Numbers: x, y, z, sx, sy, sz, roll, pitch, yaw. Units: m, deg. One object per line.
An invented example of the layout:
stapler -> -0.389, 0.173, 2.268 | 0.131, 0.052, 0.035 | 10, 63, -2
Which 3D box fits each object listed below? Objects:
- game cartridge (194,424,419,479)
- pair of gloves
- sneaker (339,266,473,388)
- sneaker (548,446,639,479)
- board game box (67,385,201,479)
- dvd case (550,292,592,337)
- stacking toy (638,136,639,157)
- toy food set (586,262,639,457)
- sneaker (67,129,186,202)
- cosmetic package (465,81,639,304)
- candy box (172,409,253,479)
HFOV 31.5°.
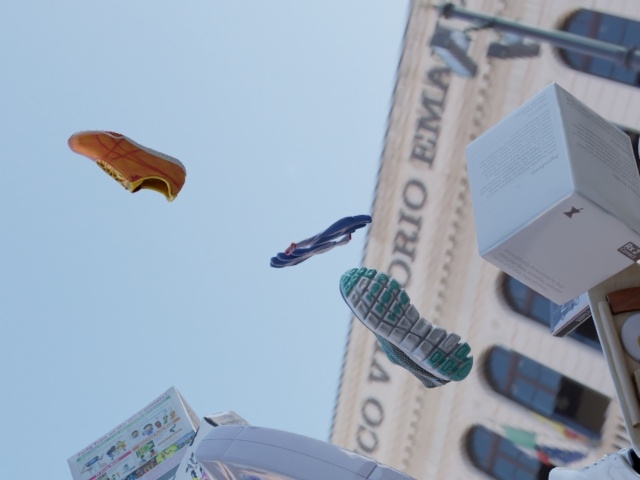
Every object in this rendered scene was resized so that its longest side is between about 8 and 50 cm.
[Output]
game cartridge -> 0.010, 0.274, 1.117 | 0.062, 0.297, 0.198 | -53, -51, -29
pair of gloves -> 0.000, 0.000, 1.909 | 0.159, 0.023, 0.198 | -20, -11, -21
sneaker -> 0.079, 0.099, 1.198 | 0.065, 0.166, 0.076 | -43, -7, -32
sneaker -> 0.495, 0.399, 1.874 | 0.111, 0.297, 0.129 | -11, -86, -34
board game box -> -0.264, 0.401, 1.808 | 0.224, 0.303, 0.097 | -34, -55, -3
dvd case -> 0.446, 0.038, 1.896 | 0.030, 0.238, 0.179 | 12, -118, -12
stacking toy -> 0.541, -0.061, 1.048 | 0.350, 0.480, 0.350 | 15, -90, -70
toy food set -> 0.501, 0.140, 1.518 | 0.220, 0.306, 0.092 | -7, -31, -4
sneaker -> -0.278, -0.107, 1.607 | 0.064, 0.175, 0.067 | 117, 172, -65
cosmetic package -> 0.284, -0.054, 1.358 | 0.151, 0.151, 0.183 | 29, -138, -30
candy box -> -0.099, 0.345, 1.481 | 0.070, 0.196, 0.164 | 1, -62, -61
